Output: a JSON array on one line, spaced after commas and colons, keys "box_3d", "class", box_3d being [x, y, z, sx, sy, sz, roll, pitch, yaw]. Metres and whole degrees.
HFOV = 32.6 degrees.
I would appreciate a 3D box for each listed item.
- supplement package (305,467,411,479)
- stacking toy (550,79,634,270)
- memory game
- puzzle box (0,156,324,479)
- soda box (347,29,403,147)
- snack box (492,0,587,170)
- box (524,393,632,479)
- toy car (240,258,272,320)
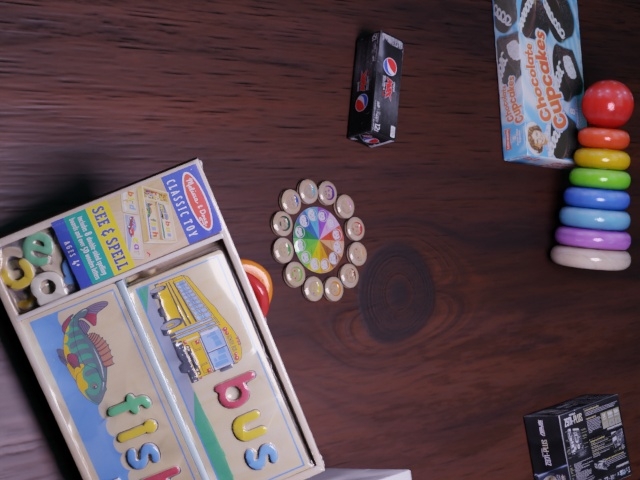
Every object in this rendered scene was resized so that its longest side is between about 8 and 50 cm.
[{"box_3d": [0.002, 0.444, 1.405, 0.199, 0.198, 0.263, -7, 87, -42], "class": "supplement package"}, {"box_3d": [0.488, -0.117, 1.925, 0.141, 0.141, 0.330, 1, 95, -41], "class": "stacking toy"}, {"box_3d": [0.000, 0.000, 1.606, 0.186, 0.012, 0.186, 9, 76, -40], "class": "memory game"}, {"box_3d": [-0.190, 0.138, 1.288, 0.272, 0.052, 0.409, -23, 99, -4], "class": "puzzle box"}, {"box_3d": [0.086, -0.233, 1.690, 0.053, 0.060, 0.169, 17, 72, -37], "class": "soda box"}, {"box_3d": [0.399, -0.295, 1.976, 0.187, 0.060, 0.322, 3, 81, -41], "class": "snack box"}, {"box_3d": [0.446, 0.355, 1.891, 0.180, 0.077, 0.147, -9, 89, -42], "class": "box"}, {"box_3d": [-0.133, 0.091, 1.390, 0.182, 0.136, 0.159, -42, 111, -37], "class": "toy car"}]
